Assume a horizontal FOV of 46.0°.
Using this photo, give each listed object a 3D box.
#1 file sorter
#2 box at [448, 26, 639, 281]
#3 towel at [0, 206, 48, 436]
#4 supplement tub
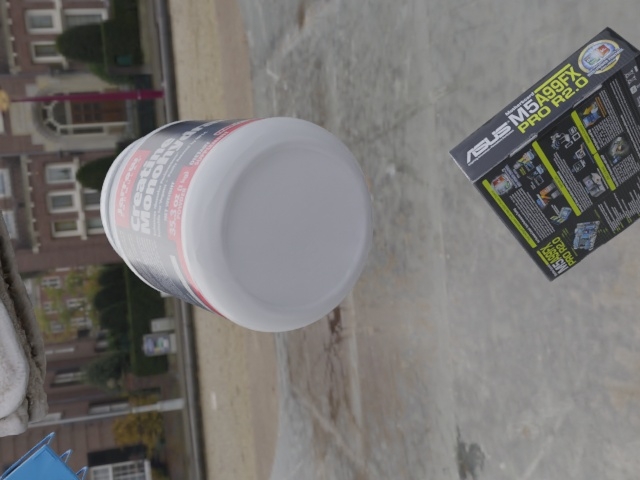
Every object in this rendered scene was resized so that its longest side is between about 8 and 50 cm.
[{"bbox_3d":[-0.413,0.407,1.189,0.170,0.118,0.104,50,175,-9],"label":"file sorter"},{"bbox_3d":[0.302,-0.086,0.889,0.270,0.216,0.060,39,-162,-46],"label":"box"},{"bbox_3d":[-0.293,0.005,0.473,0.049,0.187,0.282,-66,-39,-80],"label":"towel"},{"bbox_3d":[-0.095,-0.026,0.755,0.272,0.191,0.191,11,107,54],"label":"supplement tub"}]
